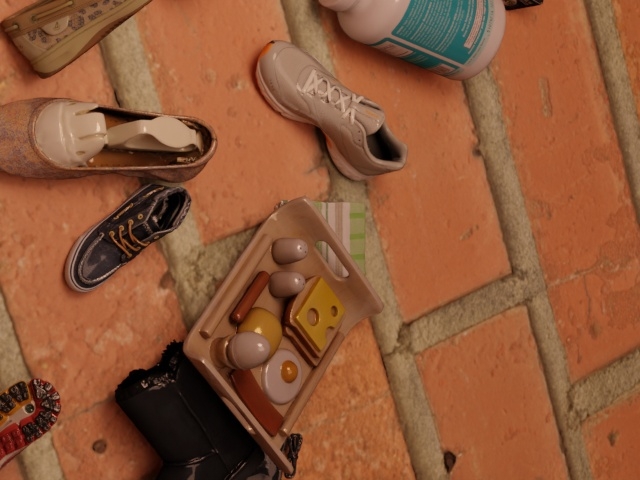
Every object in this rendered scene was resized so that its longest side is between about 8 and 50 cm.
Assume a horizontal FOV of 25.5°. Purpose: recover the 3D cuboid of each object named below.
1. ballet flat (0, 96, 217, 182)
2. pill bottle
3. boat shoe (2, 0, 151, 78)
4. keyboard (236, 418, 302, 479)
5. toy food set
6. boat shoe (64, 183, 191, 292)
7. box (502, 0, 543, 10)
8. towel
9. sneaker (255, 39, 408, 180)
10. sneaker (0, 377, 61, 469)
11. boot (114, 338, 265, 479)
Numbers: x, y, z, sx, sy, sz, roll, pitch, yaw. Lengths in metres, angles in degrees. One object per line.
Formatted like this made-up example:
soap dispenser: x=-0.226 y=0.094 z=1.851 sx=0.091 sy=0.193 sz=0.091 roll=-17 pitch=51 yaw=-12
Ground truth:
ballet flat: x=-0.267 y=-0.132 z=1.758 sx=0.316 sy=0.106 sz=0.107 roll=-1 pitch=80 yaw=-35
pill bottle: x=0.125 y=-0.332 z=2.010 sx=0.264 sy=0.146 sz=0.146 roll=17 pitch=80 yaw=-35
boat shoe: x=-0.255 y=-0.309 z=1.703 sx=0.285 sy=0.104 sz=0.089 roll=-37 pitch=107 yaw=10
keyboard: x=-0.075 y=0.293 z=1.949 sx=0.108 sy=0.023 sz=0.180 roll=10 pitch=85 yaw=-28
toy food set: x=-0.036 y=0.122 z=1.880 sx=0.219 sy=0.092 sz=0.306 roll=54 pitch=49 yaw=-27
boat shoe: x=-0.244 y=-0.007 z=1.790 sx=0.183 sy=0.083 sz=0.065 roll=-50 pitch=116 yaw=-24
box: x=0.266 y=-0.454 z=2.150 sx=0.180 sy=0.077 sz=0.147 roll=21 pitch=78 yaw=-34
towel: x=0.000 y=0.000 z=2.004 sx=0.152 sy=0.023 sz=0.113 roll=0 pitch=93 yaw=-37
sneaker: x=0.027 y=-0.186 z=1.957 sx=0.262 sy=0.121 sz=0.099 roll=42 pitch=67 yaw=-28
sneaker: x=-0.403 y=0.250 z=1.680 sx=0.225 sy=0.093 sz=0.088 roll=-34 pitch=91 yaw=-12
boot: x=-0.206 y=0.272 z=1.812 sx=0.246 sy=0.094 sz=0.207 roll=-44 pitch=113 yaw=-26
